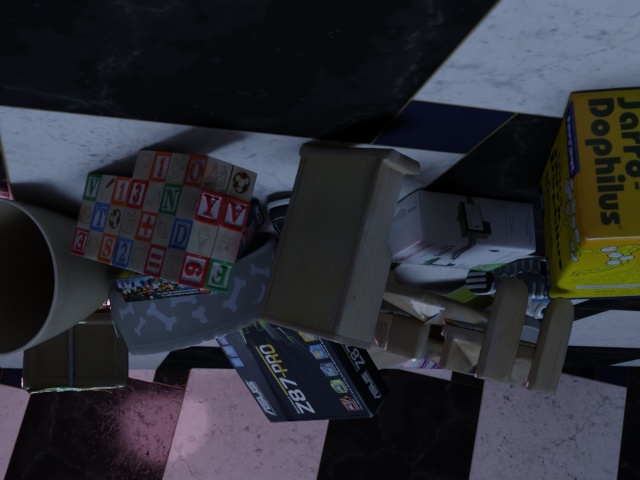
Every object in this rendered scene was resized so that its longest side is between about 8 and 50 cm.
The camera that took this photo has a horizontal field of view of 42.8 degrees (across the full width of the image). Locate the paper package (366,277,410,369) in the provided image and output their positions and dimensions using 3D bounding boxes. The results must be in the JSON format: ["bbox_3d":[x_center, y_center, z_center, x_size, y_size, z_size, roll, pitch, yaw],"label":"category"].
[{"bbox_3d":[0.087,0.218,1.994,0.309,0.168,0.325,-19,158,12],"label":"paper package"}]

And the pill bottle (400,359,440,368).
[{"bbox_3d":[0.377,0.284,2.338,0.301,0.169,0.169,4,163,-15],"label":"pill bottle"}]

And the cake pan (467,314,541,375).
[{"bbox_3d":[0.466,0.273,2.158,0.293,0.054,0.293,-1,145,-1],"label":"cake pan"}]

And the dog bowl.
[{"bbox_3d":[-0.210,0.081,1.436,0.348,0.102,0.349,-17,-168,4],"label":"dog bowl"}]

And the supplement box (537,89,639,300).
[{"bbox_3d":[0.424,-0.047,1.128,0.195,0.194,0.356,-3,164,7],"label":"supplement box"}]

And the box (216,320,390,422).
[{"bbox_3d":[-0.076,0.203,1.727,0.318,0.395,0.097,-13,-157,43],"label":"box"}]

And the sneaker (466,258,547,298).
[{"bbox_3d":[0.457,0.090,1.844,0.228,0.086,0.132,1,172,33],"label":"sneaker"}]

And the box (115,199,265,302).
[{"bbox_3d":[-0.204,0.014,1.323,0.159,0.044,0.233,-7,-153,23],"label":"box"}]

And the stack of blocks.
[{"bbox_3d":[-0.234,-0.037,1.173,0.297,0.171,0.087,9,175,45],"label":"stack of blocks"}]

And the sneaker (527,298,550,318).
[{"bbox_3d":[0.537,0.152,2.021,0.087,0.092,0.229,1,165,-13],"label":"sneaker"}]

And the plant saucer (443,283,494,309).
[{"bbox_3d":[0.342,0.163,2.042,0.188,0.045,0.188,-30,158,7],"label":"plant saucer"}]

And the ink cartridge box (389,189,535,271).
[{"bbox_3d":[0.235,-0.013,1.423,0.219,0.093,0.160,5,163,-19],"label":"ink cartridge box"}]

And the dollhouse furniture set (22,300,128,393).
[{"bbox_3d":[-0.486,0.162,1.626,0.197,0.301,0.151,3,161,-20],"label":"dollhouse furniture set"}]

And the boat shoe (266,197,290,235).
[{"bbox_3d":[0.000,0.000,1.461,0.114,0.091,0.302,-9,162,28],"label":"boat shoe"}]

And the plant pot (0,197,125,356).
[{"bbox_3d":[-0.472,0.052,1.425,0.256,0.256,0.274,-7,180,22],"label":"plant pot"}]

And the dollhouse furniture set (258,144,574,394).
[{"bbox_3d":[0.129,0.043,1.214,0.362,0.256,0.394,10,173,46],"label":"dollhouse furniture set"}]
